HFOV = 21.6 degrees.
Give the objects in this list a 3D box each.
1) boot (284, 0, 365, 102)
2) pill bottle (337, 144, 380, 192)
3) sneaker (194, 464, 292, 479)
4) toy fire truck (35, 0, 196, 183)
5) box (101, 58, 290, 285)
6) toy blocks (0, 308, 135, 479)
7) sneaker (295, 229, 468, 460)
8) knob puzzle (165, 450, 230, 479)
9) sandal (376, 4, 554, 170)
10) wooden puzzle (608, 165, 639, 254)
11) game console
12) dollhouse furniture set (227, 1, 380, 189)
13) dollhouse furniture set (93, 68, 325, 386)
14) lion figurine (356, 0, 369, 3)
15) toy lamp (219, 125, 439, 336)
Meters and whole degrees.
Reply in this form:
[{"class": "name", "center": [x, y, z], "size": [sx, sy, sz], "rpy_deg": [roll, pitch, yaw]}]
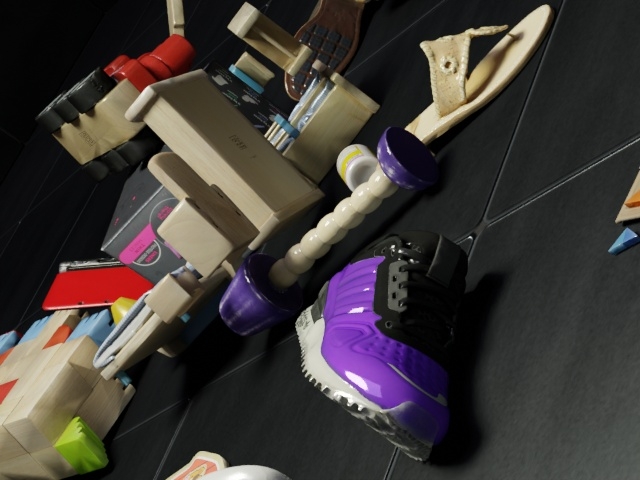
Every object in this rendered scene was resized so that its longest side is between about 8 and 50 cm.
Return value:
[{"class": "boot", "center": [0.007, -0.254, 2.188], "size": [0.106, 0.082, 0.219], "rpy_deg": [111, -177, -67]}, {"class": "pill bottle", "center": [0.041, -0.076, 1.756], "size": [0.043, 0.043, 0.083], "rpy_deg": [-51, 17, 7]}, {"class": "sneaker", "center": [-0.109, 0.300, 1.336], "size": [0.296, 0.104, 0.147], "rpy_deg": [-47, 19, 39]}, {"class": "toy fire truck", "center": [-0.233, -0.221, 2.128], "size": [0.246, 0.158, 0.217], "rpy_deg": [-48, 13, -22]}, {"class": "box", "center": [-0.147, -0.073, 2.078], "size": [0.165, 0.143, 0.270], "rpy_deg": [-44, 20, 29]}, {"class": "toy blocks", "center": [-0.354, 0.193, 2.096], "size": [0.381, 0.191, 0.261], "rpy_deg": [-21, 26, 42]}, {"class": "sneaker", "center": [0.063, 0.061, 1.334], "size": [0.146, 0.102, 0.293], "rpy_deg": [-51, 17, 7]}, {"class": "knob puzzle", "center": [-0.148, 0.274, 1.600], "size": [0.213, 0.030, 0.213], "rpy_deg": [-47, 18, 20]}, {"class": "sandal", "center": [0.121, -0.159, 1.649], "size": [0.240, 0.079, 0.088], "rpy_deg": [-46, 18, 22]}, {"class": "wooden puzzle", "center": [0.246, -0.046, 1.211], "size": [0.078, 0.014, 0.116], "rpy_deg": [-27, 31, 56]}, {"class": "game console", "center": [-0.256, 0.067, 2.098], "size": [0.144, 0.124, 0.085], "rpy_deg": [-4, 65, 15]}, {"class": "dollhouse furniture set", "center": [-0.052, -0.170, 1.945], "size": [0.129, 0.184, 0.129], "rpy_deg": [-52, 17, 4]}, {"class": "dollhouse furniture set", "center": [-0.195, 0.007, 1.791], "size": [0.303, 0.198, 0.286], "rpy_deg": [-47, -6, 24]}, {"class": "lion figurine", "center": [0.141, -0.395, 1.965], "size": [0.240, 0.142, 0.392], "rpy_deg": [-63, 22, -5]}, {"class": "toy lamp", "center": [0.000, 0.000, 1.663], "size": [0.275, 0.080, 0.080], "rpy_deg": [-44, 19, 30]}]
